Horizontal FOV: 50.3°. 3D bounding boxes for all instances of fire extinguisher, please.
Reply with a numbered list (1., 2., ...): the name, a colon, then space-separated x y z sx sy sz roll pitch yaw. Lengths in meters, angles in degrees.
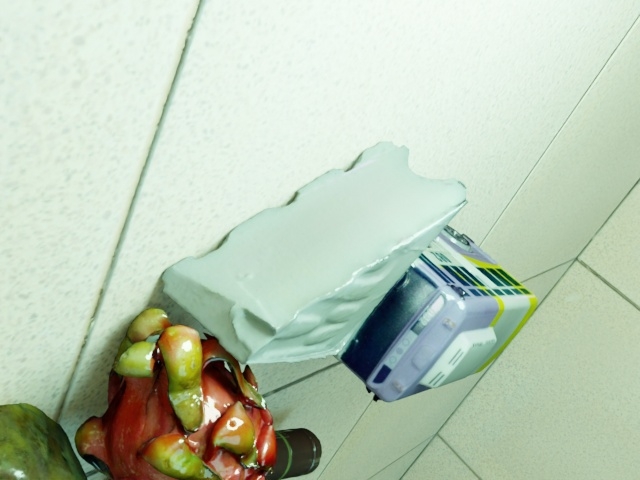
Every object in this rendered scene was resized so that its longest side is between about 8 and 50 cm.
1. fire extinguisher: -0.141 0.407 1.265 0.141 0.105 0.341 -37 152 24

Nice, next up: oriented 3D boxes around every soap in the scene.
1. soap: 0.000 0.000 0.825 0.302 0.159 0.257 -54 151 14

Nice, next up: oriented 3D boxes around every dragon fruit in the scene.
1. dragon fruit: -0.159 0.219 0.831 0.243 0.227 0.307 20 126 -21

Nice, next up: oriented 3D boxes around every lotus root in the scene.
1. lotus root: -0.341 0.269 0.745 0.138 0.119 0.235 -40 152 -9

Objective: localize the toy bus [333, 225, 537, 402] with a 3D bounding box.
1. toy bus: 0.179 0.114 1.134 0.209 0.249 0.440 -54 153 16
